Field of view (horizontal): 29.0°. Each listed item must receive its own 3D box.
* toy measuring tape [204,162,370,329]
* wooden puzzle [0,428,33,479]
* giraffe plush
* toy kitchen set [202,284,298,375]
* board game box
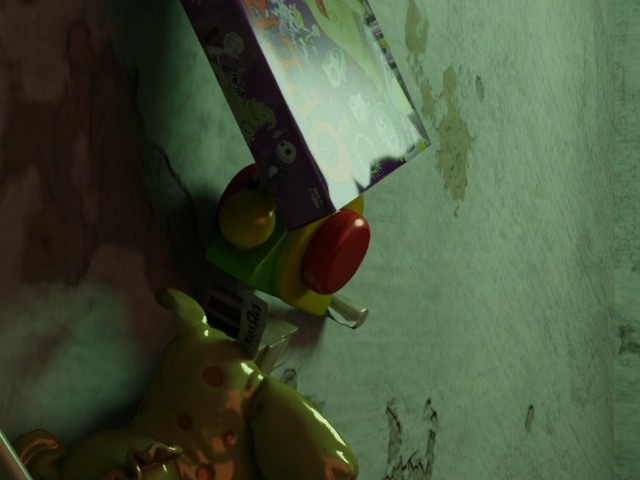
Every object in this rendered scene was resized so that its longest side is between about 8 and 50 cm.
[{"bbox_3d":[0.000,0.000,1.020,0.330,0.121,0.121,31,61,-68],"label":"toy measuring tape"},{"bbox_3d":[-0.204,0.221,0.513,0.322,0.081,0.348,63,34,-17],"label":"wooden puzzle"},{"bbox_3d":[-0.094,0.151,0.784,0.170,0.181,0.210,-41,141,-32],"label":"giraffe plush"},{"bbox_3d":[-0.073,0.086,0.909,0.068,0.075,0.083,-67,164,15],"label":"toy kitchen set"},{"bbox_3d":[-0.038,-0.195,0.885,0.208,0.056,0.346,-36,103,-57],"label":"board game box"}]
